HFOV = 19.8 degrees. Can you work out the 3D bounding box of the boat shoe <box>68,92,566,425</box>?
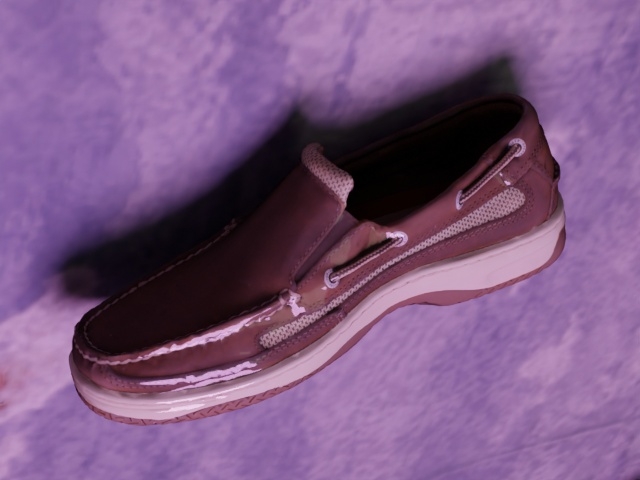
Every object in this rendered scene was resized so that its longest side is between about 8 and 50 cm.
[{"bbox_3d":[-0.004,-0.004,0.860,0.257,0.095,0.095,-24,128,-22],"label":"boat shoe"}]
